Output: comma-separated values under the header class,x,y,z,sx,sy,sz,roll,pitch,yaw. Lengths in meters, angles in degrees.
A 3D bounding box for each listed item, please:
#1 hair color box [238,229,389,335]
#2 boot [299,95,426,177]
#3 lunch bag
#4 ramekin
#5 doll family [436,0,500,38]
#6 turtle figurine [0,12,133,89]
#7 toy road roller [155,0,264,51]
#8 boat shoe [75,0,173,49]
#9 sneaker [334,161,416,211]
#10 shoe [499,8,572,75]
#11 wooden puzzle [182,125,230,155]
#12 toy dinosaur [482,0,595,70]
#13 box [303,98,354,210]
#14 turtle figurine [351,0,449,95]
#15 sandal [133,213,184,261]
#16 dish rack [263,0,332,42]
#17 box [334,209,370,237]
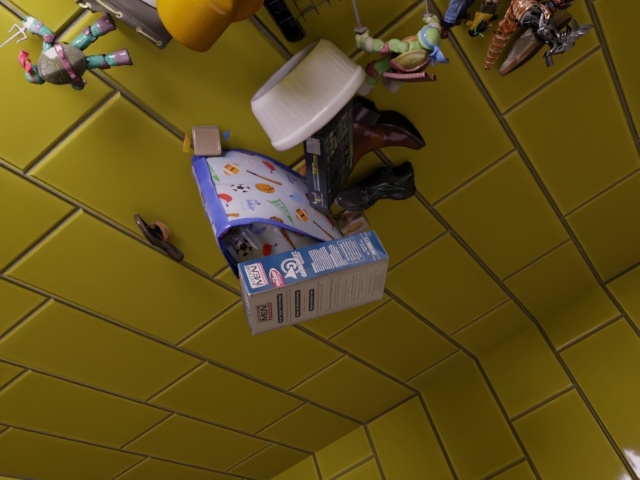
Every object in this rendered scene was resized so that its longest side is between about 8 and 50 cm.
class,x,y,z,sx,sy,sz,roll,pitch,yaw
hair color box,-0.017,0.102,1.493,0.347,0.105,0.174,-14,139,-15
boot,0.120,-0.233,1.689,0.264,0.096,0.280,13,130,-35
lunch bag,-0.152,-0.056,1.592,0.385,0.327,0.239,26,117,-42
ramekin,-0.039,-0.337,1.382,0.273,0.273,0.127,-37,111,18
doll family,0.355,-0.540,1.470,0.193,0.076,0.111,3,139,-19
turtle figurine,-0.517,-0.370,1.247,0.234,0.118,0.175,-23,141,-7
toy road roller,-0.251,-0.493,1.080,0.330,0.240,0.202,16,155,-31
boat shoe,-0.410,-0.470,1.161,0.305,0.109,0.091,21,110,-36
sneaker,0.158,-0.165,1.799,0.267,0.101,0.106,-16,131,-19
shoe,0.548,-0.520,1.593,0.219,0.058,0.076,-42,169,29
wooden puzzle,-0.286,-0.249,1.528,0.116,0.078,0.014,1,180,-18
toy dinosaur,0.529,-0.544,1.474,0.322,0.218,0.164,-46,179,43
box,0.025,-0.219,1.516,0.059,0.183,0.232,17,141,18
turtle figurine,0.170,-0.468,1.415,0.198,0.275,0.266,-48,-176,-27
sandal,-0.440,-0.014,1.700,0.060,0.090,0.219,-42,137,-1
dish rack,-0.005,-0.570,1.273,0.272,0.074,0.208,-30,140,10
box,0.000,0.000,1.922,0.324,0.063,0.067,-30,138,11
